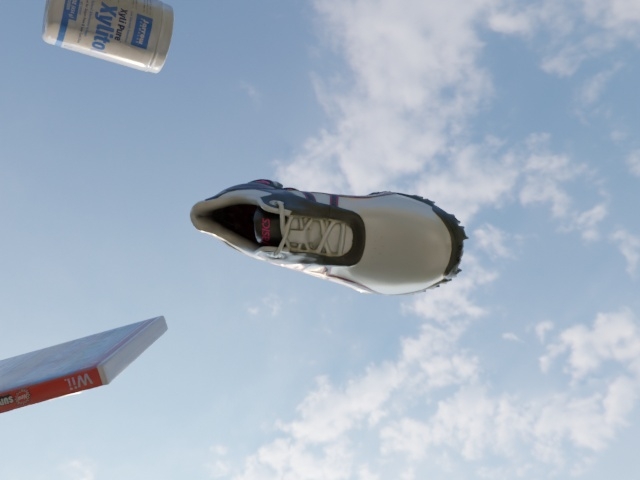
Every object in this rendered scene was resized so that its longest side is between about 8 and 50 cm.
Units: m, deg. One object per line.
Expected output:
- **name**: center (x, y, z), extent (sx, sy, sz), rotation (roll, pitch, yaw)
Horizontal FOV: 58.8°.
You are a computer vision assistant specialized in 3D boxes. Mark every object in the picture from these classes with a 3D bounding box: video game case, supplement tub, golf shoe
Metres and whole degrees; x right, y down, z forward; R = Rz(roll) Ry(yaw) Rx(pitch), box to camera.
- **video game case**: center (-0.350, 0.163, 0.688), extent (0.284, 0.204, 0.025), rotation (-16, -84, 5)
- **supplement tub**: center (-0.201, -0.207, 0.537), extent (0.107, 0.071, 0.071), rotation (9, -72, -30)
- **golf shoe**: center (0.000, 0.000, 0.553), extent (0.272, 0.120, 0.105), rotation (9, -81, 30)
